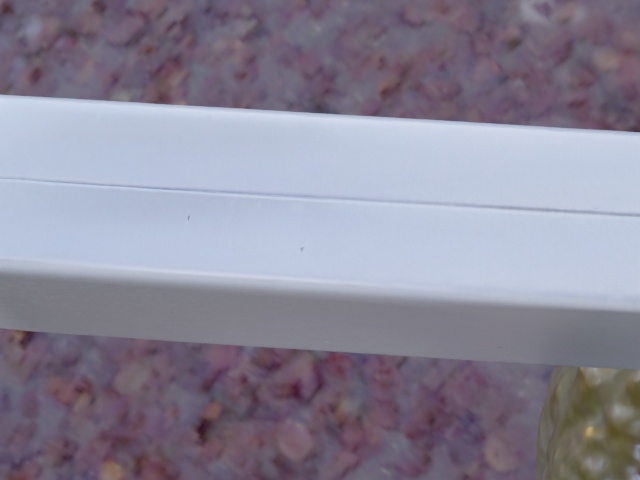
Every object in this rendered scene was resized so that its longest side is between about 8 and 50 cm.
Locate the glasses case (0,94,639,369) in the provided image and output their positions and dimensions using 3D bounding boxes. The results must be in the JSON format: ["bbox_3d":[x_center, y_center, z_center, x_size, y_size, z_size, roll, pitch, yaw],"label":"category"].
[{"bbox_3d":[0.000,0.000,0.653,0.312,0.131,0.070,4,76,3],"label":"glasses case"}]

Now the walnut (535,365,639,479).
[{"bbox_3d":[0.228,0.109,0.850,0.227,0.283,0.283,43,92,19],"label":"walnut"}]
